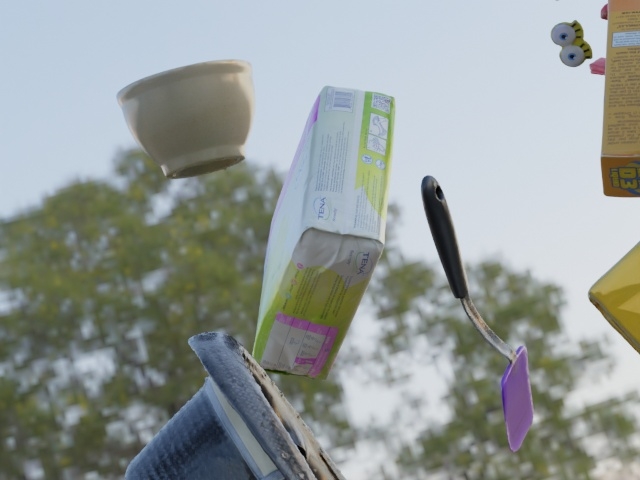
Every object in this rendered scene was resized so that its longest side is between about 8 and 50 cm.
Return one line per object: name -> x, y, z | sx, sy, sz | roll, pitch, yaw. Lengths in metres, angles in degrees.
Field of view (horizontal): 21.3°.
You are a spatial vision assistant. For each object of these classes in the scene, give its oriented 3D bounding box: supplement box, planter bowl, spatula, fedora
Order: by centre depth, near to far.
fedora -> -0.045, 0.240, 1.344 | 0.152, 0.334, 0.334 | -35, -20, 1
spatula -> 0.152, 0.070, 1.631 | 0.030, 0.296, 0.084 | -14, 21, 30
supplement box -> 0.346, -0.159, 1.846 | 0.080, 0.233, 0.078 | -2, -38, 13
planter bowl -> -0.145, -0.134, 1.967 | 0.162, 0.109, 0.162 | -14, -6, -2

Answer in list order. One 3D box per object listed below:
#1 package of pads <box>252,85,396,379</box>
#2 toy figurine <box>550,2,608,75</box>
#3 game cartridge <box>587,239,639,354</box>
package of pads -> 0.000, 0.000, 1.949 | 0.101, 0.229, 0.296 | 12, -39, -7
toy figurine -> 0.379, -0.358, 1.966 | 0.191, 0.362, 0.217 | -27, 25, -21
game cartridge -> 0.416, 0.035, 1.291 | 0.324, 0.285, 0.052 | -42, -15, -1
